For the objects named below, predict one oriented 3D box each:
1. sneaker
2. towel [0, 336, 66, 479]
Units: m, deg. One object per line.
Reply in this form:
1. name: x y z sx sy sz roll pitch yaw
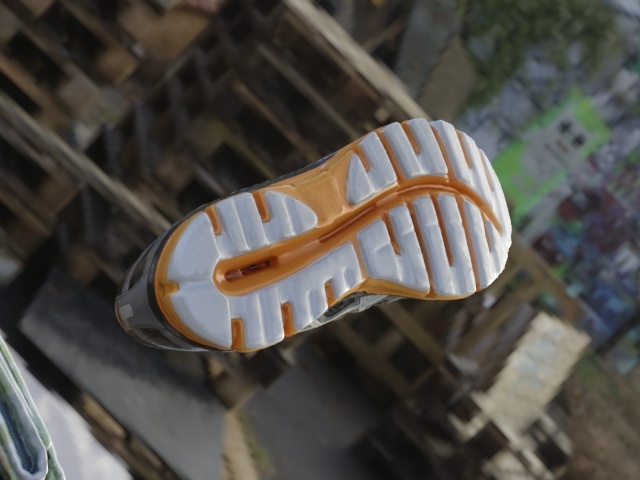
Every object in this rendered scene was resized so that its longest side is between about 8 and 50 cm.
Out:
1. sneaker: 0.000 0.000 0.758 0.215 0.083 0.084 -13 86 -39
2. towel: -0.345 0.081 1.338 0.320 0.090 0.374 59 -26 -4
